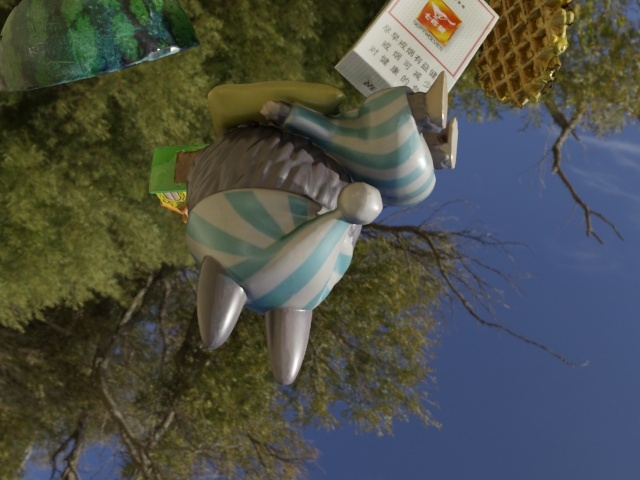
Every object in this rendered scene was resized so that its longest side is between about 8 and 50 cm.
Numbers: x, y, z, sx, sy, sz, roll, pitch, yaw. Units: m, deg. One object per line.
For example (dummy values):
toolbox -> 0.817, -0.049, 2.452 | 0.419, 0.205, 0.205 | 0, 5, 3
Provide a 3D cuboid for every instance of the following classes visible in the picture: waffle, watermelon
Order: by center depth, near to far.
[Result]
watermelon -> -0.468, -0.437, 1.103 | 0.319, 0.222, 0.292 | 1, -159, 34
waffle -> 0.607, -0.606, 1.699 | 0.095, 0.382, 0.379 | -2, -153, -23

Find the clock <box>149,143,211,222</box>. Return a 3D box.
clock -> -0.221, -0.098, 1.222 | 0.220, 0.255, 0.106 | -3, -115, 5

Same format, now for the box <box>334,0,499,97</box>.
box -> 0.209, -0.415, 1.158 | 0.330, 0.210, 0.095 | -55, -166, -18

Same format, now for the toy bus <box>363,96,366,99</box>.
toy bus -> 0.170, -0.369, 1.429 | 0.058, 0.102, 0.052 | -57, 179, -35

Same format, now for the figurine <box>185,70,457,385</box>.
figurine -> 0.000, 0.000, 0.727 | 0.361, 0.266, 0.377 | -6, -112, 19
